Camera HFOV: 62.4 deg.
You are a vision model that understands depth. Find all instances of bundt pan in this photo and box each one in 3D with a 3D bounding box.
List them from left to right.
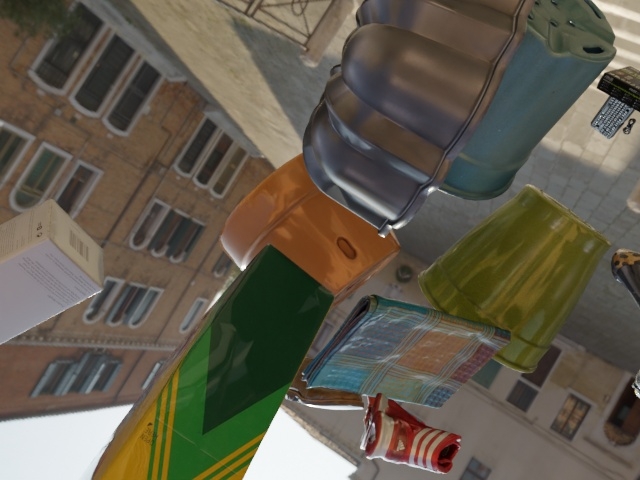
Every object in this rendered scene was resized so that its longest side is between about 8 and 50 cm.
[{"bbox_3d":[0.078,-0.178,0.551,0.124,0.331,0.331,23,178,-6],"label":"bundt pan"}]

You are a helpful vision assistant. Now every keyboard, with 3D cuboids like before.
[{"bbox_3d":[0.853,-0.349,1.523,0.108,0.023,0.180,40,172,17],"label":"keyboard"}]

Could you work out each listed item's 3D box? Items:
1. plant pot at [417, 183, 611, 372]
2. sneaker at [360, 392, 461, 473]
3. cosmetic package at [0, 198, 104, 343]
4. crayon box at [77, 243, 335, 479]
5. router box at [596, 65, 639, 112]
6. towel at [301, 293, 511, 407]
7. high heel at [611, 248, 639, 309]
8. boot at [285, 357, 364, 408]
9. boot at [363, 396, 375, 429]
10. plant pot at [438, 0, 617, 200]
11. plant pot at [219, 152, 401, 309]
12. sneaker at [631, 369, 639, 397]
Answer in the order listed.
[{"bbox_3d":[0.495,0.067,1.301,0.366,0.353,0.366,31,-160,-13],"label":"plant pot"},{"bbox_3d":[0.132,0.294,0.780,0.128,0.087,0.221,19,178,7],"label":"sneaker"},{"bbox_3d":[-0.700,0.093,1.178,0.155,0.365,0.197,64,180,46],"label":"cosmetic package"},{"bbox_3d":[-0.166,0.214,0.582,0.106,0.313,0.363,38,136,-6],"label":"crayon box"},{"bbox_3d":[0.637,-0.302,1.059,0.122,0.092,0.038,49,145,35],"label":"router box"},{"bbox_3d":[0.182,0.242,1.089,0.370,0.271,0.040,18,-146,-26],"label":"towel"},{"bbox_3d":[0.708,0.079,1.014,0.261,0.093,0.186,4,-143,0],"label":"high heel"},{"bbox_3d":[0.006,0.340,1.259,0.112,0.115,0.305,19,164,-24],"label":"boot"},{"bbox_3d":[0.137,0.421,1.298,0.084,0.158,0.059,7,152,-46],"label":"boot"},{"bbox_3d":[0.338,-0.308,1.011,0.341,0.341,0.334,31,143,-4],"label":"plant pot"},{"bbox_3d":[0.000,0.000,0.920,0.203,0.291,0.291,51,-179,10],"label":"plant pot"},{"bbox_3d":[0.696,0.304,1.090,0.225,0.093,0.088,16,-150,-45],"label":"sneaker"}]
